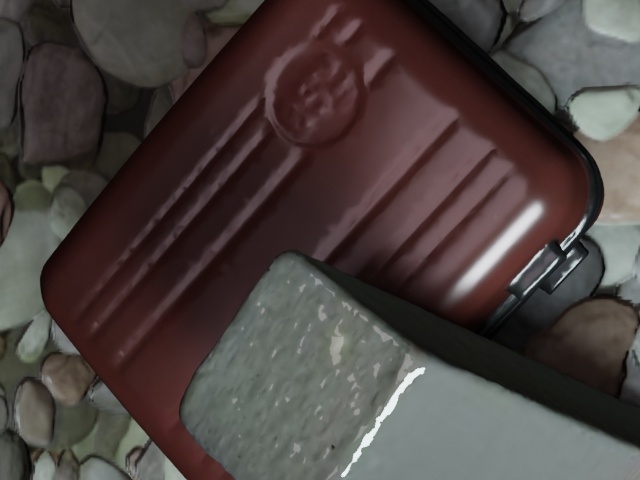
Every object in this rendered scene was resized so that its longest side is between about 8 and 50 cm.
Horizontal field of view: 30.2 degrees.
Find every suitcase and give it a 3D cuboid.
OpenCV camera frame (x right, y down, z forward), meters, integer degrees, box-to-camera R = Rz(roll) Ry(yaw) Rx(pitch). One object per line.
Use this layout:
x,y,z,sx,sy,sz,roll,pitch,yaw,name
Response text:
0.000,0.000,0.713,0.236,0.161,0.297,47,106,15,suitcase

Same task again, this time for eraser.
0.099,0.124,0.628,0.111,0.352,0.077,-57,32,12,eraser
